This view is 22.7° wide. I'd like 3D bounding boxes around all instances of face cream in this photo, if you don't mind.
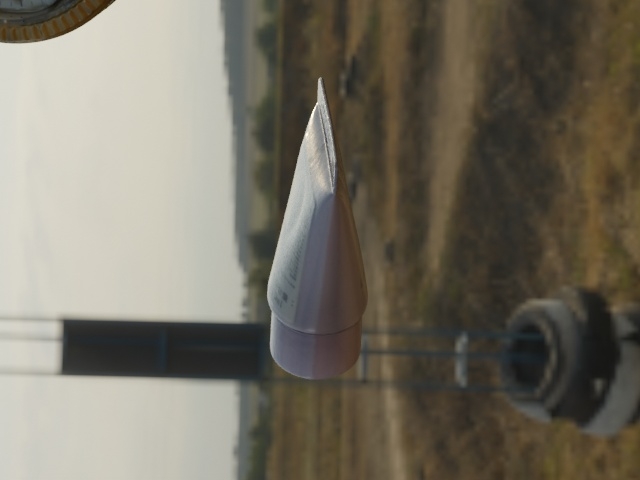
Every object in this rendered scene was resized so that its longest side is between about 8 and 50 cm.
[{"bbox_3d":[0.000,0.000,1.490,0.154,0.096,0.273,-94,6,-52],"label":"face cream"}]

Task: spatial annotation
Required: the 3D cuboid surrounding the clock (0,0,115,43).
[{"bbox_3d":[-0.207,-0.305,1.289,0.244,0.317,0.200,54,-164,-14],"label":"clock"}]
